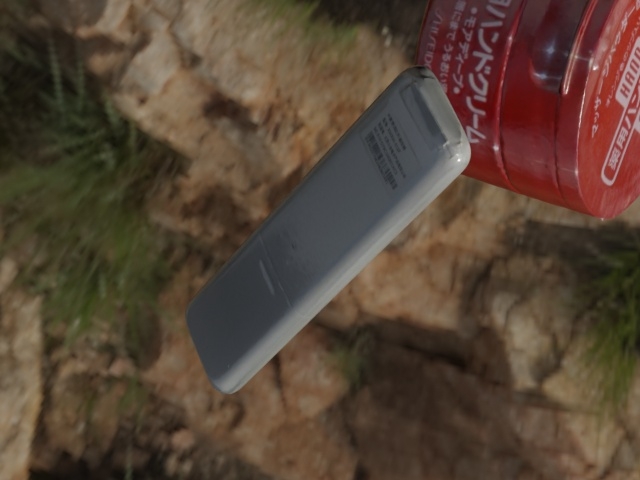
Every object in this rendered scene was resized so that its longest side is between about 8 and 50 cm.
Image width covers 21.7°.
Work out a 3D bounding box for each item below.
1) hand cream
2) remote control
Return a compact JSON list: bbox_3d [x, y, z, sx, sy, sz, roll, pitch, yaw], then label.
[{"bbox_3d":[0.155,-0.119,1.074,0.125,0.193,0.193,18,126,29],"label":"hand cream"},{"bbox_3d":[0.000,0.000,0.961,0.261,0.029,0.067,-46,59,40],"label":"remote control"}]
